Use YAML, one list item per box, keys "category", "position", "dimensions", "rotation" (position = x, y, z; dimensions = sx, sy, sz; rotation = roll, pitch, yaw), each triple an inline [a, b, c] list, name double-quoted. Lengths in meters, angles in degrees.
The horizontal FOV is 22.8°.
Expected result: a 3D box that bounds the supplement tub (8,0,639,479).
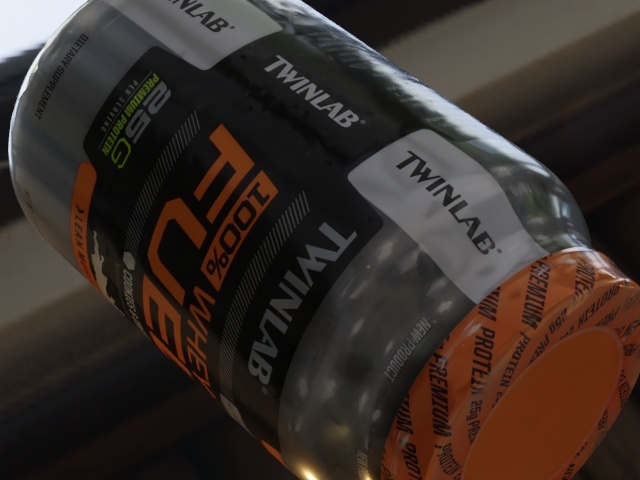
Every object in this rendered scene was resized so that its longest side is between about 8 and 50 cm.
- category: "supplement tub"
  position: [0.000, 0.000, 0.807]
  dimensions: [0.193, 0.194, 0.316]
  rotation: [-32, -129, -27]
